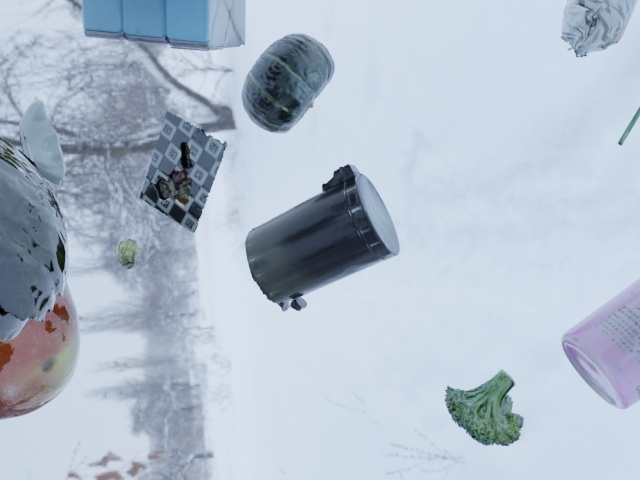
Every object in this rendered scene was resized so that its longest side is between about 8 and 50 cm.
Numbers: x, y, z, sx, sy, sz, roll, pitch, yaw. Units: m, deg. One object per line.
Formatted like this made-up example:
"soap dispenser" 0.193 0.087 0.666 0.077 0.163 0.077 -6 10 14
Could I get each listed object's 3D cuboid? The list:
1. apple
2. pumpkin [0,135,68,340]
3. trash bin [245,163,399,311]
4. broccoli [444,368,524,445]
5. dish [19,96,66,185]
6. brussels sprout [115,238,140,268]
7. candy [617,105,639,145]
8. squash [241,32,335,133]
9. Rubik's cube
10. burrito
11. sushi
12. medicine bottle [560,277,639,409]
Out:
"apple" -0.610 0.163 1.176 0.348 0.277 0.349 14 111 43
"pumpkin" -0.363 0.031 0.536 0.192 0.320 0.320 51 -178 -27
"trash bin" 0.000 0.000 1.453 0.252 0.301 0.203 66 -161 5
"broccoli" 0.428 0.414 1.636 0.219 0.194 0.194 44 144 30
"dish" -0.429 -0.148 0.973 0.091 0.039 0.137 -17 91 53
"brussels sprout" -0.563 0.042 1.865 0.058 0.085 0.085 -59 -24 -57
"candy" 0.465 -0.219 0.882 0.061 0.061 0.202 -113 36 -49
"squash" -0.080 -0.379 1.563 0.165 0.252 0.252 39 158 2
"Rubik's cube" -0.264 -0.455 1.107 0.221 0.224 0.231 -62 -23 -70
"burrito" 0.557 -0.476 1.268 0.445 0.139 0.101 -59 -3 -36
"sushi" -0.252 -0.132 1.207 0.201 0.139 0.031 -63 -12 27
"medicine bottle" 0.632 0.172 1.234 0.178 0.290 0.178 56 178 4
